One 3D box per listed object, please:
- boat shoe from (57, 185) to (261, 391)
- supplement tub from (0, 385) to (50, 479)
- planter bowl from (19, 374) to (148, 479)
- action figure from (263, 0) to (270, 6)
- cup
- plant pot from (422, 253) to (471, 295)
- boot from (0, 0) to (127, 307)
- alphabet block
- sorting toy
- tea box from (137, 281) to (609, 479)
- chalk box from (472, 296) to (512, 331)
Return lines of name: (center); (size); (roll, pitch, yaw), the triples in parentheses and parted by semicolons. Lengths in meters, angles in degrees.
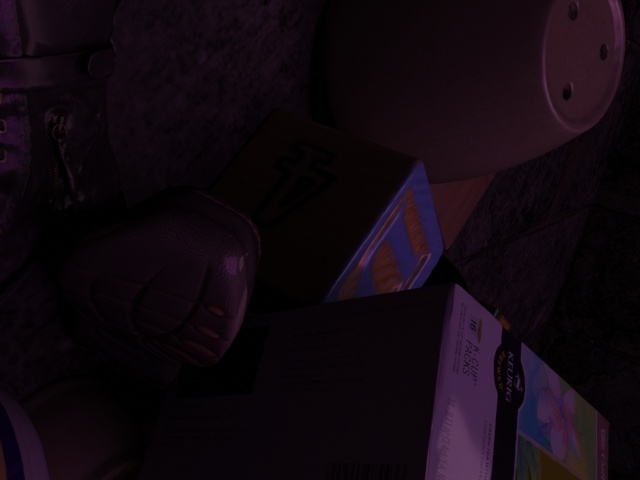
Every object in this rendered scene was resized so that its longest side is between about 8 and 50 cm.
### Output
boat shoe: (-0.126, 0.026, 0.546); (0.355, 0.132, 0.130); (-37, -157, 60)
supplement tub: (-0.328, 0.151, 0.311); (0.241, 0.241, 0.331); (-60, 149, -8)
planter bowl: (-0.231, 0.229, 0.648); (0.162, 0.109, 0.162); (-37, 140, -39)
action figure: (0.004, -0.340, 0.554); (0.164, 0.141, 0.276); (19, 94, -30)
cup: (0.202, -0.218, 0.775); (0.331, 0.237, 0.331); (-11, 106, -39)
plant pot: (0.100, 0.146, 1.039); (0.215, 0.215, 0.230); (-43, 158, -32)
boot: (-0.231, -0.080, 0.454); (0.263, 0.091, 0.229); (-41, 143, -52)
alphabet block: (0.000, 0.000, 0.752); (0.193, 0.197, 0.192); (-53, 147, -19)
sorting toy: (0.212, -0.161, 1.068); (0.257, 0.089, 0.255); (-55, 148, -17)
tea box: (0.058, 0.225, 0.638); (0.323, 0.329, 0.220); (37, 54, -36)
chalk box: (0.218, 0.241, 1.283); (0.289, 0.180, 0.179); (-62, 150, -6)
